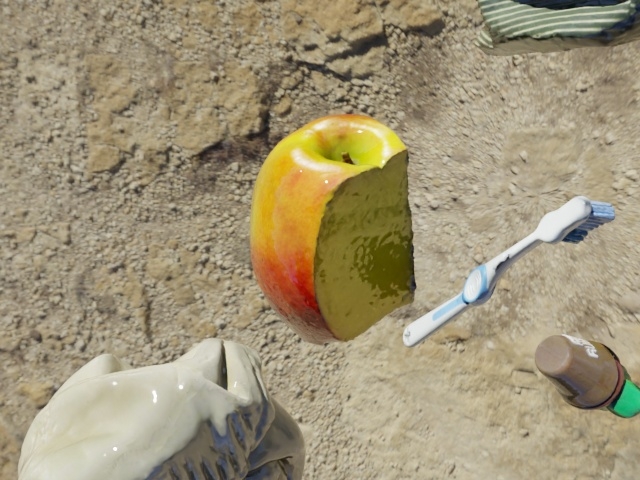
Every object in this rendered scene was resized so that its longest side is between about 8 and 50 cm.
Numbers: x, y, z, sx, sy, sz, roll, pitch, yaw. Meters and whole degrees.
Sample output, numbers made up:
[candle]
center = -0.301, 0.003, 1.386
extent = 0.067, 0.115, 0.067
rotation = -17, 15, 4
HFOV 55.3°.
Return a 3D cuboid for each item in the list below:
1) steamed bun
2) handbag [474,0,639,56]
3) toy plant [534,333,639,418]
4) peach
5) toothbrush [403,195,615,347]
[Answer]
[steamed bun]
center = -0.224, 0.281, 0.785
extent = 0.255, 0.367, 0.343
rotation = 32, 141, 38
[handbag]
center = 0.270, -0.325, 0.630
extent = 0.247, 0.341, 0.240
rotation = -19, 109, 1
[toy plant]
center = 0.423, 0.213, 0.931
extent = 0.200, 0.143, 0.105
rotation = 27, 93, -19
[peach]
center = 0.000, 0.000, 0.989
extent = 0.306, 0.242, 0.381
rotation = 43, 151, 48
[toothbrush]
center = 0.163, 0.052, 0.649
extent = 0.040, 0.040, 0.386
rotation = 51, 150, 9
